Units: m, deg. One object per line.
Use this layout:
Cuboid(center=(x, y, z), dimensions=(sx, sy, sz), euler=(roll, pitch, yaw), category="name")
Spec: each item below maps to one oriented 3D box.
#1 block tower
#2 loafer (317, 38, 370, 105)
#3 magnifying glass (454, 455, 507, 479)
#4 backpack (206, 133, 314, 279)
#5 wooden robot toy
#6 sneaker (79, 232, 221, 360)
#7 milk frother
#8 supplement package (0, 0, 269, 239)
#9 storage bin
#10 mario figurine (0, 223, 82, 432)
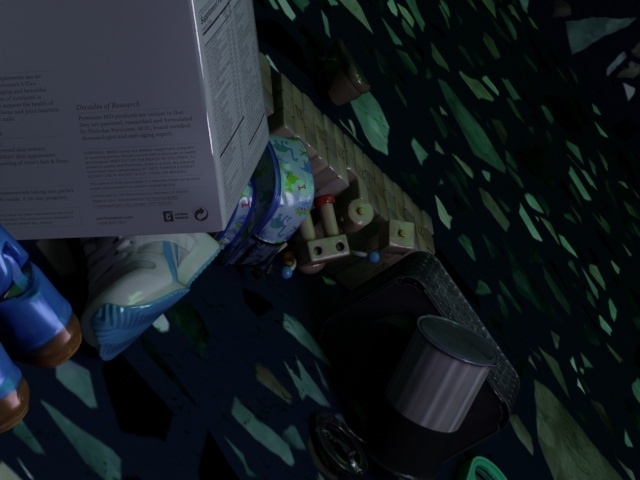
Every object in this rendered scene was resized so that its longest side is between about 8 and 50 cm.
Cuboid(center=(-0.008, -0.060, 1.728), dimensions=(0.335, 0.097, 0.091), euler=(44, 26, -34), category="block tower")
Cuboid(center=(0.022, -0.200, 2.048), dimensions=(0.056, 0.050, 0.148), euler=(55, 6, -16), category="loafer")
Cuboid(center=(0.148, 0.262, 1.717), dimensions=(0.231, 0.026, 0.092), euler=(8, 53, -62), category="magnifying glass")
Cuboid(center=(-0.062, -0.040, 1.552), dimensions=(0.084, 0.114, 0.105), euler=(11, 49, -36), category="backpack")
Cuboid(center=(0.000, 0.000, 1.680), dimensions=(0.173, 0.079, 0.076), euler=(-9, 78, -22), category="wooden robot toy")
Cuboid(center=(-0.150, 0.021, 1.336), dimensions=(0.092, 0.087, 0.228), euler=(47, 16, -7), category="sneaker")
Cuboid(center=(0.073, 0.145, 1.562), dimensions=(0.129, 0.134, 0.143), euler=(26, 19, 4), category="milk frother")
Cuboid(center=(-0.161, -0.159, 1.242), dimensions=(0.198, 0.199, 0.262), euler=(-70, 156, -65), category="supplement package")
Cuboid(center=(0.098, 0.117, 1.672), dimensions=(0.180, 0.122, 0.084), euler=(55, 21, -6), category="storage bin")
Cuboid(center=(-0.274, -0.039, 1.032), dimensions=(0.198, 0.170, 0.320), euler=(-107, 176, -61), category="mario figurine")
